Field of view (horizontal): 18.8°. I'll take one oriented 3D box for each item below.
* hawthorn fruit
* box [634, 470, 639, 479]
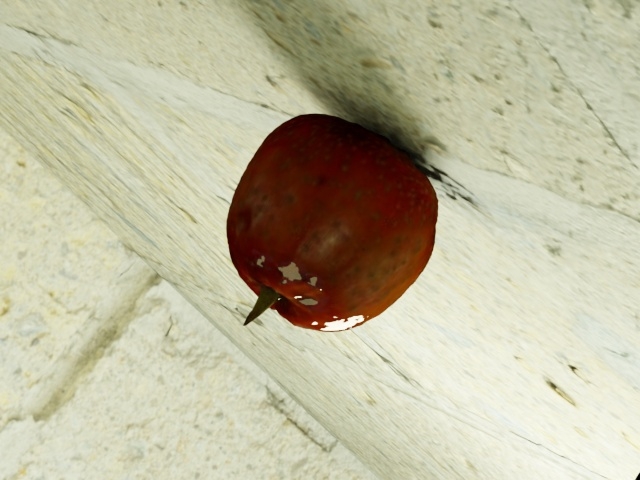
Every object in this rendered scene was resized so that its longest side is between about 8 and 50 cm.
[{"bbox_3d":[0.000,0.000,1.596,0.179,0.200,0.179,32,163,11],"label":"hawthorn fruit"},{"bbox_3d":[0.312,0.186,1.376,0.084,0.198,0.310,29,165,28],"label":"box"}]
